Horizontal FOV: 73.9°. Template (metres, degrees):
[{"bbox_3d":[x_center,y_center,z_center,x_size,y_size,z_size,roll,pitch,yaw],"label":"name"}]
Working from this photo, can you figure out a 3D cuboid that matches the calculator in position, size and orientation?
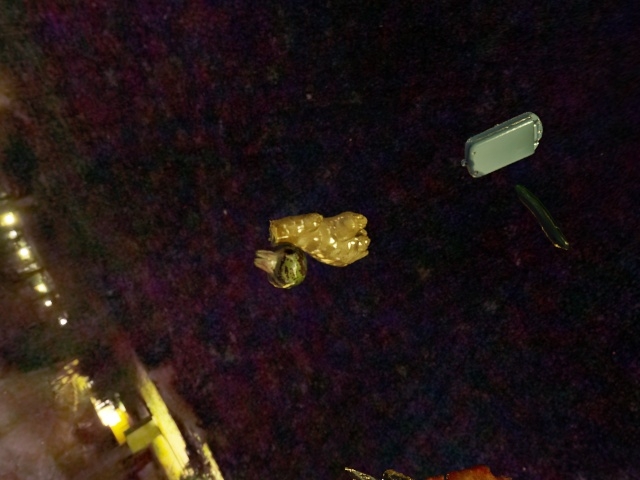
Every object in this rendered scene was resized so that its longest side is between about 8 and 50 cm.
[{"bbox_3d":[0.446,-0.233,1.051,0.039,0.210,0.121,-108,-8,-47],"label":"calculator"}]

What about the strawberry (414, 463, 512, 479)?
[{"bbox_3d":[0.213,0.490,0.612,0.150,0.280,0.253,-62,36,29],"label":"strawberry"}]

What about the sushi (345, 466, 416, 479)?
[{"bbox_3d":[0.235,0.653,1.075,0.292,0.059,0.294,4,134,28],"label":"sushi"}]

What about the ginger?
[{"bbox_3d":[0.021,-0.003,1.330,0.236,0.375,0.166,-7,84,29],"label":"ginger"}]

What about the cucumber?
[{"bbox_3d":[0.497,-0.055,0.953,0.036,0.033,0.184,89,155,-68],"label":"cucumber"}]

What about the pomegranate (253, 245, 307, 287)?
[{"bbox_3d":[-0.115,0.081,1.227,0.138,0.163,0.126,-5,92,55],"label":"pomegranate"}]
